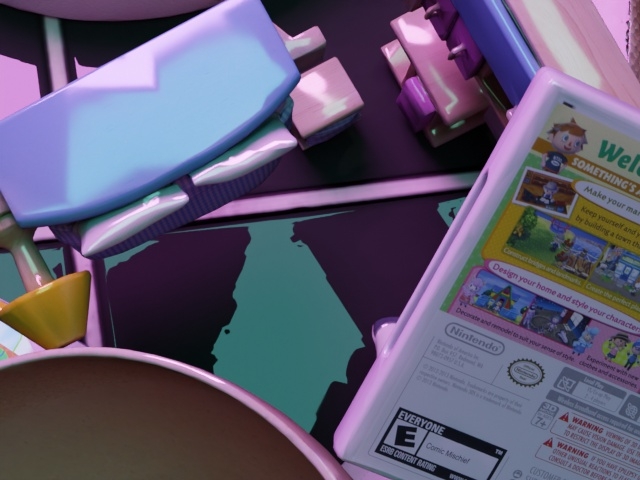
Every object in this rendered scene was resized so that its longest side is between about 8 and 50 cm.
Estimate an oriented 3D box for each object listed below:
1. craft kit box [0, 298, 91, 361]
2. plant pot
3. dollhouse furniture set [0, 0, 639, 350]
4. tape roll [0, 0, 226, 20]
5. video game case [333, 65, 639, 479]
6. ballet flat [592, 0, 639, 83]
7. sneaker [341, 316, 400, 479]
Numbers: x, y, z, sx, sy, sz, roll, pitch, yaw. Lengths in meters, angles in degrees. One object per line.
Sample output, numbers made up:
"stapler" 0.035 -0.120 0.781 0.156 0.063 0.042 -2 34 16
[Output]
"craft kit box" -0.260 0.124 0.841 0.246 0.061 0.250 29 71 -1
"plant pot" -0.074 0.198 0.736 0.284 0.191 0.284 -2 81 16
"dollhouse furniture set" 0.000 0.000 0.813 0.303 0.286 0.198 -28 85 -6
"tape roll" -0.132 -0.325 0.988 0.392 0.072 0.392 2 72 -7
"video game case" 0.142 0.051 0.702 0.212 0.023 0.193 23 109 -15
"ballet flat" 0.154 -0.129 0.953 0.084 0.058 0.250 -8 80 18
"sneaker" 0.045 0.163 0.862 0.091 0.094 0.258 6 68 16
